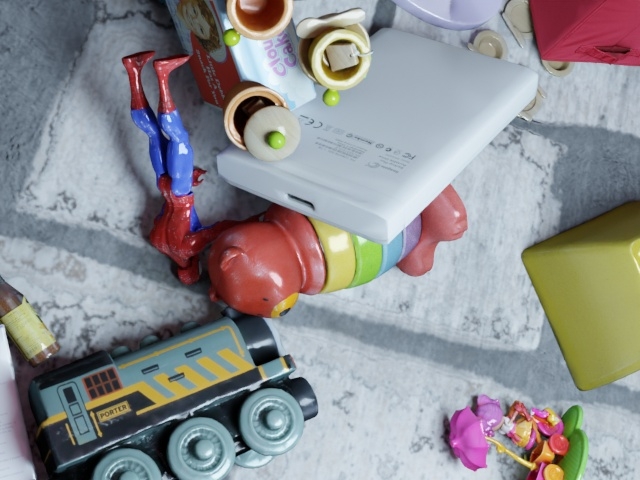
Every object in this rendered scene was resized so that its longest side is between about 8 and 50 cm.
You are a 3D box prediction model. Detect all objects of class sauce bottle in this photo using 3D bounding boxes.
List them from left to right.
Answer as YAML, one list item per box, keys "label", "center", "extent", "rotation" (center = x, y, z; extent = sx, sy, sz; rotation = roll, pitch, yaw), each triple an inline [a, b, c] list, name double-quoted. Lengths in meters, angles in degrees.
- label: "sauce bottle"
  center: [-0.346, 0.082, 1.263]
  extent: [0.042, 0.042, 0.128]
  rotation: [-35, 95, -23]

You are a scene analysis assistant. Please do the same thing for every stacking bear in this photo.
- label: "stacking bear"
  center: [0.000, 0.000, 1.332]
  extent: [0.289, 0.175, 0.164]
  rotation: [-24, 74, -28]

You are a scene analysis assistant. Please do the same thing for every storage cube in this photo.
- label: "storage cube"
  center: [0.415, -0.369, 1.540]
  extent: [0.184, 0.193, 0.215]
  rotation: [0, 71, -21]

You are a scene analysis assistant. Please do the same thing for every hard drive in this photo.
- label: "hard drive"
  center: [0.076, -0.139, 1.338]
  extent: [0.233, 0.047, 0.353]
  rotation: [22, 45, 27]

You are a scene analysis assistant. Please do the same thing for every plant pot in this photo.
- label: "plant pot"
  center: [0.436, 0.060, 1.484]
  extent: [0.212, 0.187, 0.212]
  rotation: [-22, 89, -23]

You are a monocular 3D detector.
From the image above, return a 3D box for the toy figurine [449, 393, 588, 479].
- label: "toy figurine"
  center: [0.244, 0.251, 1.429]
  extent: [0.159, 0.130, 0.173]
  rotation: [27, 50, -5]

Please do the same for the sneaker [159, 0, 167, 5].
- label: "sneaker"
  center: [-0.232, -0.379, 1.371]
  extent: [0.229, 0.087, 0.092]
  rotation: [32, 73, -23]

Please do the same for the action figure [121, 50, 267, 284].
- label: "action figure"
  center: [-0.147, -0.088, 1.326]
  extent: [0.139, 0.091, 0.280]
  rotation: [-23, 118, -43]

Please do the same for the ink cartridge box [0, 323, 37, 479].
- label: "ink cartridge box"
  center: [-0.423, 0.214, 1.208]
  extent: [0.206, 0.045, 0.208]
  rotation: [-11, 86, -22]

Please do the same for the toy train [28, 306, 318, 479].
- label: "toy train"
  center: [-0.169, 0.196, 1.265]
  extent: [0.334, 0.142, 0.190]
  rotation: [-20, 78, -23]

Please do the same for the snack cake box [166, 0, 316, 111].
- label: "snack cake box"
  center: [-0.111, -0.279, 1.304]
  extent: [0.089, 0.152, 0.264]
  rotation: [-31, 121, -22]

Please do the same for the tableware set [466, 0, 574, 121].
- label: "tableware set"
  center: [0.288, -0.261, 1.579]
  extent: [0.141, 0.020, 0.168]
  rotation: [46, 69, -7]

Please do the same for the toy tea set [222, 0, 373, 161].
- label: "toy tea set"
  center: [-0.013, -0.242, 1.183]
  extent: [0.200, 0.124, 0.336]
  rotation: [-2, 114, -16]

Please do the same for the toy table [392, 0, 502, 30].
- label: "toy table"
  center: [0.161, -0.413, 1.484]
  extent: [0.274, 0.161, 0.252]
  rotation: [31, 71, -14]
